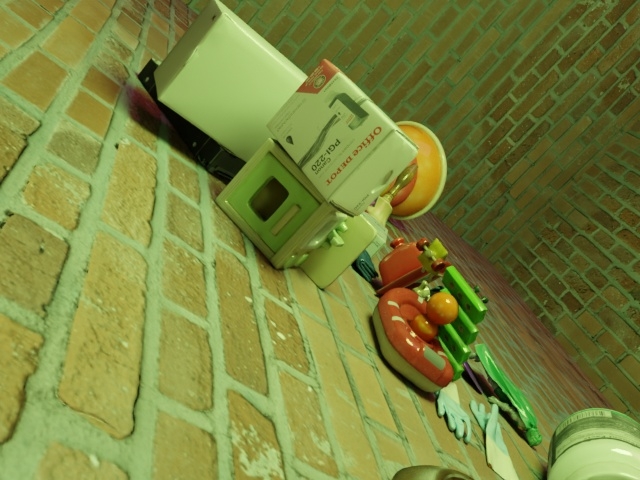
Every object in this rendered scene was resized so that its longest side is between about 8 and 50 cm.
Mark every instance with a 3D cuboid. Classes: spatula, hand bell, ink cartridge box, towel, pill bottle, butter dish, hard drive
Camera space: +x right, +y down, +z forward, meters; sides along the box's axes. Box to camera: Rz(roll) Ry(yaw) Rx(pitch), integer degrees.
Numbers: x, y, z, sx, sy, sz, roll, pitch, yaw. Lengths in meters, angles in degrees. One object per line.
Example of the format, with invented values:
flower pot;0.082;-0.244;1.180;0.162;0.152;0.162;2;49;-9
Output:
spatula;0.259;0.225;1.439;0.296;0.030;0.084;42;14;-5
hand bell;0.200;-0.131;1.843;0.126;0.242;0.126;36;-18;14
ink cartridge box;0.101;-0.027;1.668;0.127;0.072;0.175;42;14;-1
ink cartridge box;0.032;-0.169;1.077;0.092;0.158;0.218;24;23;-54
towel;0.100;0.045;1.516;0.067;0.029;0.119;52;10;-20
pill bottle;0.495;0.427;1.126;0.204;0.204;0.361;46;15;15
butter dish;0.195;0.049;1.477;0.160;0.159;0.118;14;49;-63
hard drive;-0.228;-0.240;1.411;0.236;0.064;0.339;23;25;-54

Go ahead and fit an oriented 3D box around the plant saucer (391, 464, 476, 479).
plant saucer;0.209;0.386;0.773;0.310;0.050;0.311;39;14;-12

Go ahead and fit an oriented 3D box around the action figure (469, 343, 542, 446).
action figure;0.412;0.345;1.441;0.137;0.063;0.232;27;27;-53

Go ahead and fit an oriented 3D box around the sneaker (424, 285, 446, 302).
sneaker;0.310;0.167;1.601;0.121;0.108;0.302;43;7;24

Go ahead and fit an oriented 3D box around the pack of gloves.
pack of gloves;0.288;0.320;1.201;0.195;0.046;0.232;42;13;-8

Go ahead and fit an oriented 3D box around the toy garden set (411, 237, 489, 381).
toy garden set;0.248;0.128;1.292;0.204;0.049;0.244;57;-23;35

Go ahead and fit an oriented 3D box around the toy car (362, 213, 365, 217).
toy car;0.036;-0.070;1.477;0.159;0.136;0.182;30;18;-44

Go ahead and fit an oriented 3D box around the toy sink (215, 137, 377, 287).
toy sink;-0.041;-0.041;1.144;0.234;0.153;0.131;47;14;13

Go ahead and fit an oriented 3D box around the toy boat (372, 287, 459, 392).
toy boat;0.192;0.156;1.202;0.151;0.151;0.231;39;14;-17

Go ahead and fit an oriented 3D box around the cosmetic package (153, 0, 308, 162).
cosmetic package;-0.114;-0.261;1.257;0.365;0.197;0.155;36;16;-31

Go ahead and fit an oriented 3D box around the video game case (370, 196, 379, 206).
video game case;0.021;-0.172;1.775;0.231;0.042;0.210;16;18;-22

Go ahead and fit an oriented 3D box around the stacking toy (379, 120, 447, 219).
stacking toy;0.164;-0.240;2.189;0.479;0.351;0.351;-3;45;-47
